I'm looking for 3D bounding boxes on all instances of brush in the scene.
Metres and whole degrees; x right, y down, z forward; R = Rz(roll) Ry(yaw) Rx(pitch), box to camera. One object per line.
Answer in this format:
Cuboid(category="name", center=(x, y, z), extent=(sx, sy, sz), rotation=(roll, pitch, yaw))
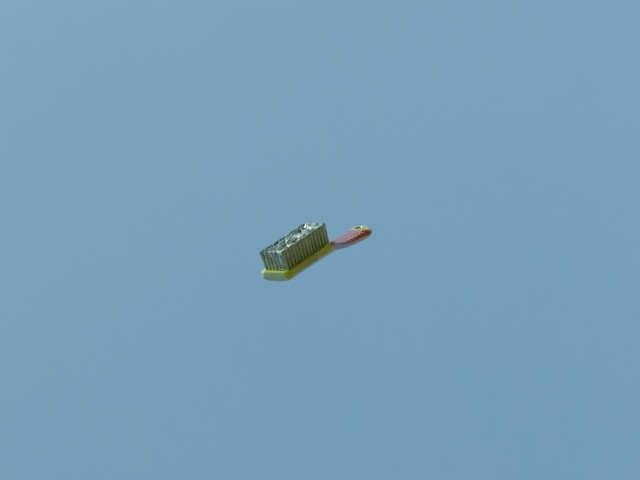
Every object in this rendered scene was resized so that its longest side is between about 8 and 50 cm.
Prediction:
Cuboid(category="brush", center=(0.000, 0.000, 0.961), extent=(0.083, 0.019, 0.021), rotation=(-25, -71, -50))
